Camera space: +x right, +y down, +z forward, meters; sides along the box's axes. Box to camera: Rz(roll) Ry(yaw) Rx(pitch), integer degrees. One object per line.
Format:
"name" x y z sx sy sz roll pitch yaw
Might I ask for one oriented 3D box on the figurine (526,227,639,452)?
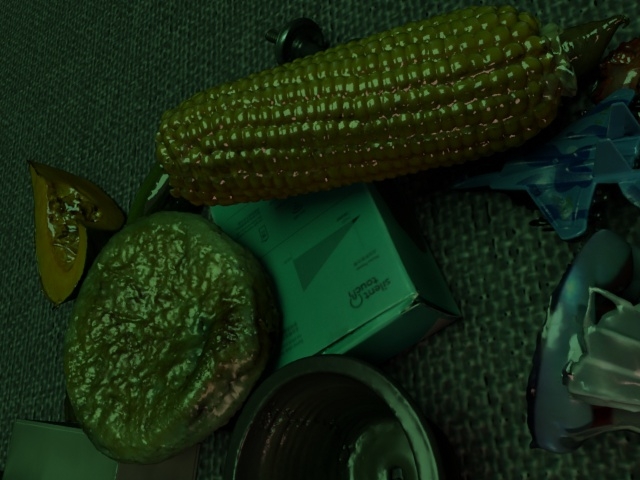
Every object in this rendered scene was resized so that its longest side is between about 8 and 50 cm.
"figurine" 0.330 0.127 0.389 0.388 0.248 0.276 18 125 36

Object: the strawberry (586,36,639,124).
"strawberry" 0.313 -0.132 0.617 0.104 0.048 0.152 -44 50 20

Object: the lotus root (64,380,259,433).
"lotus root" -0.211 0.111 0.852 0.267 0.149 0.260 -6 71 31

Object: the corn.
"corn" 0.038 -0.123 0.626 0.387 0.144 0.144 -11 66 13

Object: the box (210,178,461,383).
"box" 0.000 0.000 0.751 0.205 0.118 0.311 -37 56 23

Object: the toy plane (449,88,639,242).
"toy plane" 0.218 -0.062 0.627 0.246 0.078 0.169 -17 42 61

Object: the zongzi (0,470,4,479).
"zongzi" -0.428 0.478 0.726 0.356 0.174 0.393 -1 39 48

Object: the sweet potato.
"sweet potato" 0.199 -0.150 0.695 0.269 0.075 0.074 -38 55 31

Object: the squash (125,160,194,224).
"squash" -0.212 -0.078 0.958 0.331 0.087 0.087 -54 52 10

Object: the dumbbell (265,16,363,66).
"dumbbell" 0.008 -0.238 0.855 0.254 0.082 0.081 35 96 40

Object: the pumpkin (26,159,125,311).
"pumpkin" -0.404 0.001 1.069 0.278 0.111 0.163 39 111 38

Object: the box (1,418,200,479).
"box" -0.285 0.287 0.849 0.225 0.129 0.086 -4 72 35

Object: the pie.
"pie" -0.173 0.101 0.714 0.277 0.078 0.277 -12 63 25

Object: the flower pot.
"flower pot" 0.040 0.229 0.620 0.235 0.148 0.235 -11 72 35
